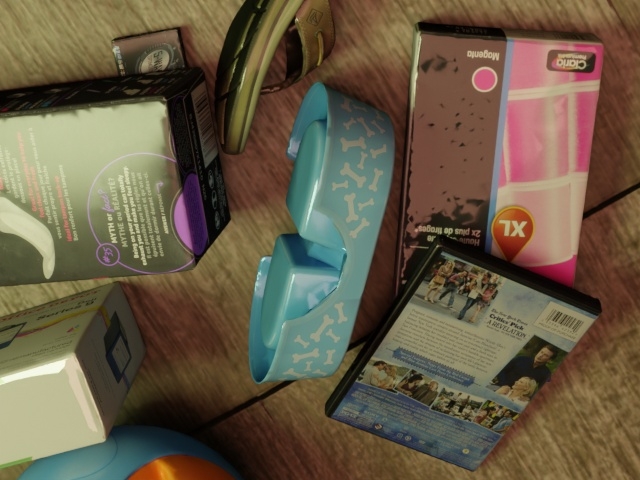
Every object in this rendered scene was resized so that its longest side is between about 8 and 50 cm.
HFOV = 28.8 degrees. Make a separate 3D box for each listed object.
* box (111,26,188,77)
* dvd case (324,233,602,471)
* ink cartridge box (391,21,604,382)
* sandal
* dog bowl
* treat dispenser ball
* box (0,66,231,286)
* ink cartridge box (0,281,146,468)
[{"bbox_3d":[-0.161,-0.160,1.211,0.067,0.018,0.083,-8,108,5],"label":"box"},{"bbox_3d":[0.137,0.119,1.245,0.180,0.022,0.253,22,125,-12],"label":"dvd case"},{"bbox_3d":[0.165,-0.023,1.227,0.176,0.069,0.371,4,110,0],"label":"ink cartridge box"},{"bbox_3d":[-0.019,-0.209,1.146,0.086,0.120,0.303,22,107,-20],"label":"sandal"},{"bbox_3d":[0.000,0.000,1.190,0.074,0.166,0.297,9,108,-13],"label":"dog bowl"},{"bbox_3d":[-0.188,0.327,1.227,0.288,0.288,0.288,0,108,1],"label":"treat dispenser ball"},{"bbox_3d":[-0.239,-0.058,1.167,0.270,0.143,0.165,-5,107,10],"label":"box"},{"bbox_3d":[-0.269,0.130,1.206,0.154,0.212,0.093,-16,103,7],"label":"ink cartridge box"}]
